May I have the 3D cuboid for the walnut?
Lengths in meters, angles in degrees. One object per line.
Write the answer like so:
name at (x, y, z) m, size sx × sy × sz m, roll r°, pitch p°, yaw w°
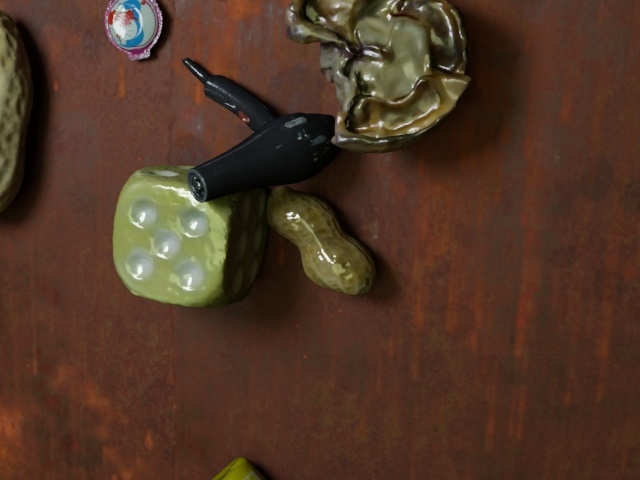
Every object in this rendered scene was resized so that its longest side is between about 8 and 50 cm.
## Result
walnut at (0.081, -0.233, 1.062) m, size 0.204 × 0.141 × 0.238 m, roll -22°, pitch 92°, yaw 9°

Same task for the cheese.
cheese at (-0.269, -0.331, 1.198) m, size 0.095 × 0.038 × 0.145 m, roll -6°, pitch 100°, yaw 18°

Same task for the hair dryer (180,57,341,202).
hair dryer at (-0.126, -0.159, 1.137) m, size 0.272 × 0.236 × 0.091 m, roll 43°, pitch 142°, yaw 31°

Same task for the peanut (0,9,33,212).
peanut at (-0.506, -0.186, 1.244) m, size 0.152 × 0.152 × 0.313 m, roll 18°, pitch 104°, yaw 13°

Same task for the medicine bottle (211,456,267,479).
medicine bottle at (-0.089, 0.440, 1.258) m, size 0.212 × 0.122 × 0.122 m, roll 47°, pitch 110°, yaw 3°

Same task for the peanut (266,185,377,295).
peanut at (-0.002, 0.002, 1.165) m, size 0.089 × 0.089 × 0.193 m, roll -42°, pitch 82°, yaw 20°

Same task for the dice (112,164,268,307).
dice at (-0.176, -0.010, 1.168) m, size 0.169 × 0.166 × 0.169 m, roll 10°, pitch 104°, yaw 15°
